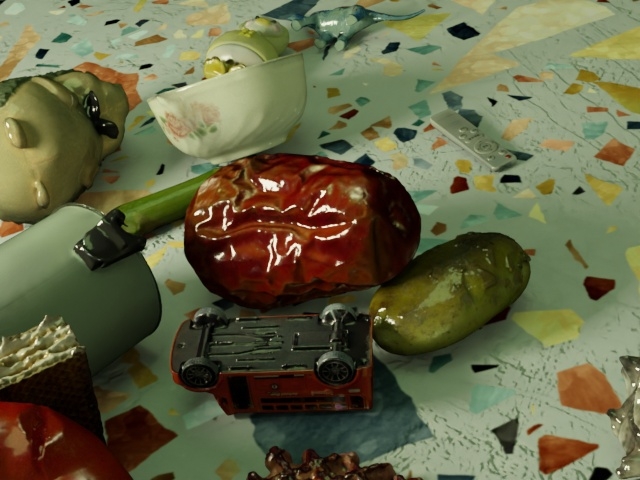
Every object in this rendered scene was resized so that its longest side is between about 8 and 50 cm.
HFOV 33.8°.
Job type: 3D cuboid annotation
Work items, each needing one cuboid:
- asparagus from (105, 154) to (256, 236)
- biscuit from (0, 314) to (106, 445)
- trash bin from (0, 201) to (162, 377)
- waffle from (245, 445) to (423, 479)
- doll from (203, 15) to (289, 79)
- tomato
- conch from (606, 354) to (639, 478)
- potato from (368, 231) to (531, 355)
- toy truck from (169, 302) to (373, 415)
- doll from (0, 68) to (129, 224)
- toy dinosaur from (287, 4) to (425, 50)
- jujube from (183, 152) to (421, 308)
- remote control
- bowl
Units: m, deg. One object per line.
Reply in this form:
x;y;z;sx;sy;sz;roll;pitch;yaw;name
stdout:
-0.213;-0.070;1.712;0.277;0.067;0.060;-24;77;-17;asparagus
-0.316;0.199;1.217;0.106;0.252;0.070;-26;49;-26;biscuit
-0.375;0.103;1.368;0.217;0.277;0.262;45;48;8;trash bin
-0.002;0.316;1.158;0.234;0.055;0.221;9;38;16;waffle
-0.136;-0.375;2.051;0.141;0.117;0.296;10;41;11;doll
-0.328;0.322;1.070;0.298;0.226;0.299;12;51;-15;tomato
0.430;0.203;1.120;0.240;0.186;0.313;-38;57;7;conch
0.167;0.068;1.396;0.251;0.113;0.149;-23;32;-16;potato
-0.057;0.157;1.331;0.252;0.114;0.107;-3;38;6;toy truck
-0.453;-0.177;1.780;0.247;0.247;0.349;0;22;13;doll
0.037;-0.436;2.133;0.329;0.076;0.144;4;30;34;toy dinosaur
-0.030;-0.010;1.434;0.342;0.216;0.216;-4;34;32;jujube
0.254;-0.166;1.765;0.050;0.027;0.184;-26;44;-19;remote control
-0.143;-0.215;1.784;0.277;0.145;0.277;-18;11;3;bowl
